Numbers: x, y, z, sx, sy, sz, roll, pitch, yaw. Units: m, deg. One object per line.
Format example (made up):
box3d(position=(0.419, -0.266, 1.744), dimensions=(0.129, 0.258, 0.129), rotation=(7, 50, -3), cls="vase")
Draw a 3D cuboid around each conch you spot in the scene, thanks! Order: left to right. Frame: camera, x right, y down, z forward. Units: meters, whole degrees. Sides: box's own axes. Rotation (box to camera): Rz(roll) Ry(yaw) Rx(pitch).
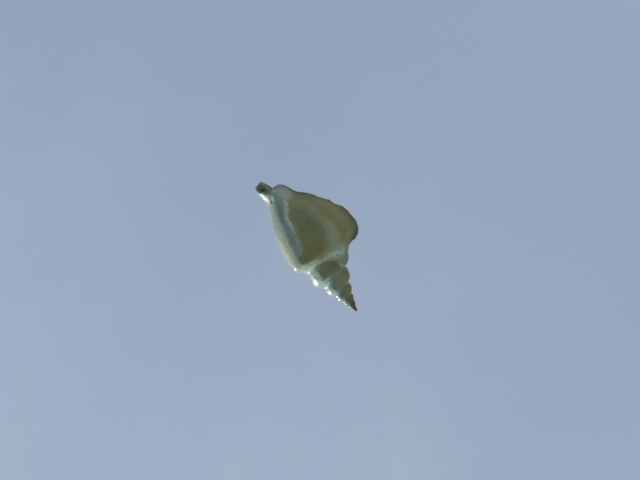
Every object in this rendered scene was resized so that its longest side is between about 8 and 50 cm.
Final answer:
box3d(position=(-0.005, 0.004, 1.601), dimensions=(0.180, 0.088, 0.065), rotation=(55, -131, -13), cls="conch")
